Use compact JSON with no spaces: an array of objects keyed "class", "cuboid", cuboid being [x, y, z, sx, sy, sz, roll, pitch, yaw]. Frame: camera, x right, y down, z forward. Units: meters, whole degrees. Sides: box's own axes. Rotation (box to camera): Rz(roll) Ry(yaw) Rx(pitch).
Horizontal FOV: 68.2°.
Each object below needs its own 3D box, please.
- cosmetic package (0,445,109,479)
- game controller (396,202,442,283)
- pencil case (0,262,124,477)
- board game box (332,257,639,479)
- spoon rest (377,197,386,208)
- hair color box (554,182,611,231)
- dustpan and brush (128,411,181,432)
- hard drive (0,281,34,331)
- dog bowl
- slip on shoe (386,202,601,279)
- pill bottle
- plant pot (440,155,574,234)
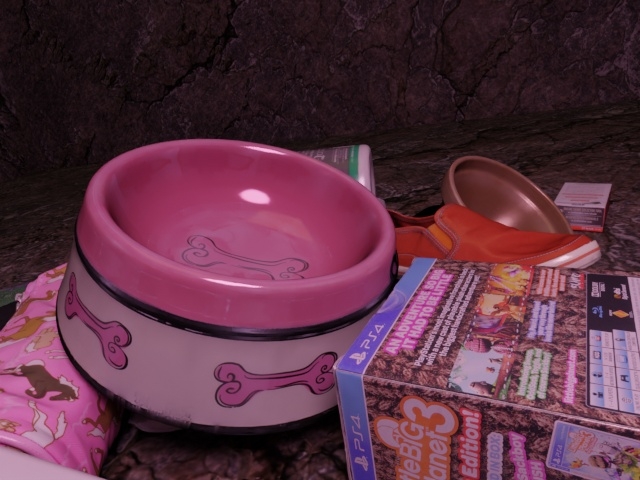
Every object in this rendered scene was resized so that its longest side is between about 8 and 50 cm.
[{"class":"cosmetic package","cuboid":[-0.235,0.200,0.209,0.365,0.155,0.197,17,24,2]},{"class":"game controller","cuboid":[0.213,0.003,0.878,0.166,0.067,0.319,9,27,40]},{"class":"pencil case","cuboid":[-0.306,0.158,0.535,0.167,0.160,0.386,-16,22,-7]},{"class":"board game box","cuboid":[0.195,0.132,0.429,0.290,0.141,0.232,3,23,29]},{"class":"spoon rest","cuboid":[0.000,0.000,0.911,0.276,0.084,0.137,-19,-9,23]},{"class":"hair color box","cuboid":[0.539,-0.072,0.973,0.093,0.054,0.167,7,24,34]},{"class":"dustpan and brush","cuboid":[-0.113,0.170,0.591,0.211,0.061,0.147,-17,22,-4]},{"class":"hard drive","cuboid":[-0.535,0.162,0.748,0.236,0.064,0.339,-12,21,-9]},{"class":"dog bowl","cuboid":[-0.091,0.010,0.565,0.407,0.151,0.408,10,30,-6]},{"class":"slip on shoe","cuboid":[0.188,0.002,0.636,0.123,0.102,0.331,-17,15,-41]},{"class":"pill bottle","cuboid":[-0.061,-0.094,1.047,0.360,0.205,0.204,-4,20,11]},{"class":"plant pot","cuboid":[0.287,-0.020,0.783,0.237,0.110,0.238,16,44,-16]}]
